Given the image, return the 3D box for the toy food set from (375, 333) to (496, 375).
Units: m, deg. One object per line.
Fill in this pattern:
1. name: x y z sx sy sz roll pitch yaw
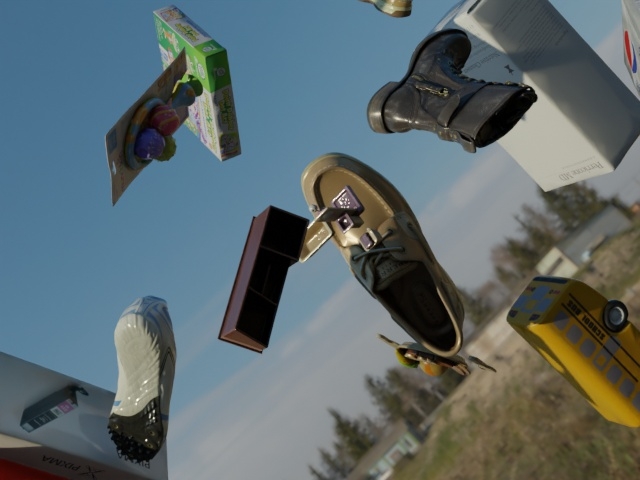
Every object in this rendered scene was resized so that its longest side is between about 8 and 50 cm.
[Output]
1. toy food set: 0.191 0.207 1.678 0.132 0.192 0.038 35 -111 -59

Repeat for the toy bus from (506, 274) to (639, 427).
1. toy bus: 0.463 0.189 1.592 0.130 0.333 0.108 -51 17 -14

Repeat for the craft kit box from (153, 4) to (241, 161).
1. craft kit box: -0.255 -0.327 2.040 0.061 0.246 0.250 -26 -46 -23

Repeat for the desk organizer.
1. desk organizer: -0.053 0.036 0.935 0.050 0.047 0.130 -34 39 64

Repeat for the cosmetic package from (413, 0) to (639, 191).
1. cosmetic package: 0.383 -0.285 1.791 0.156 0.385 0.217 -49 10 -21

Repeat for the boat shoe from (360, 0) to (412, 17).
1. boat shoe: 0.095 -0.461 1.746 0.068 0.190 0.072 -25 -45 -40

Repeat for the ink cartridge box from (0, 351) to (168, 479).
1. ink cartridge box: -0.325 0.291 1.280 0.275 0.239 0.060 28 -59 -32

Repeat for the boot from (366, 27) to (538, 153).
1. boot: 0.218 -0.218 1.448 0.263 0.229 0.091 -48 -49 -28

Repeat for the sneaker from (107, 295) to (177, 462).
1. sneaker: -0.221 0.181 1.258 0.086 0.085 0.237 -49 -29 -60

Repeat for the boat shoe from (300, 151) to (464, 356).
1. boat shoe: 0.100 0.019 1.397 0.122 0.341 0.110 -38 15 12

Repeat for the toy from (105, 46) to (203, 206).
1. toy: -0.235 -0.166 1.457 0.137 0.056 0.237 95 -165 -46

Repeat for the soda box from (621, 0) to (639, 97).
1. soda box: 0.441 -0.214 0.937 0.286 0.091 0.098 -14 -42 9

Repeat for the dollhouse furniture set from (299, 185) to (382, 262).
1. dollhouse furniture set: 0.000 0.000 1.226 0.114 0.091 0.081 -45 -24 29
